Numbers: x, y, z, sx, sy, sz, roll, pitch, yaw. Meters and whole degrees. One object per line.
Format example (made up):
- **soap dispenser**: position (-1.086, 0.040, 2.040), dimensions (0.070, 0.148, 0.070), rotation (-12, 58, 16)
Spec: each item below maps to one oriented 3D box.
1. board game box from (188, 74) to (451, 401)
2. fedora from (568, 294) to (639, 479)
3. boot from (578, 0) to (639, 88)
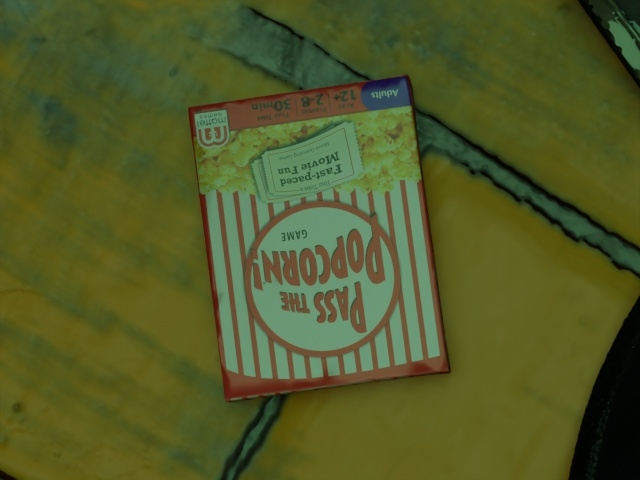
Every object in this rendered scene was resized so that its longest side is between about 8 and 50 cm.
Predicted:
- **board game box**: position (0.000, 0.000, 1.240), dimensions (0.146, 0.045, 0.194), rotation (-9, 84, 5)
- **fedora**: position (0.287, 0.132, 1.121), dimensions (0.152, 0.334, 0.334), rotation (21, 87, -23)
- **boot**: position (0.262, -0.197, 1.216), dimensions (0.208, 0.076, 0.190), rotation (-35, 95, 8)
